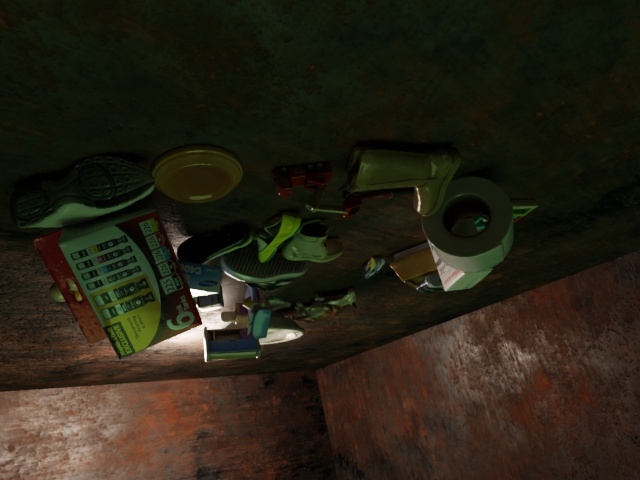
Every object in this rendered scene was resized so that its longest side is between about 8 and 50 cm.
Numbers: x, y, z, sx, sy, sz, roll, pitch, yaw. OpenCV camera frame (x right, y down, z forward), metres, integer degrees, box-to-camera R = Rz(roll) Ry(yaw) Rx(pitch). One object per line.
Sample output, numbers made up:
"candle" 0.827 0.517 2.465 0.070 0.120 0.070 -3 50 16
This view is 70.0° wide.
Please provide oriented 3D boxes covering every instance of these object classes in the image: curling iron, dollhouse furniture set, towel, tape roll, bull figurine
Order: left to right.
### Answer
"dollhouse furniture set" -0.317 0.251 1.680 0.198 0.286 0.303 2 125 -20
"towel" -0.210 0.285 2.016 0.113 0.023 0.152 -22 155 18
"bull figurine" 0.015 0.301 2.076 0.310 0.101 0.188 -31 147 31
"curling iron" 0.184 -0.136 1.255 0.274 0.035 0.068 -5 155 -17
"tape roll" 0.432 -0.044 1.332 0.246 0.246 0.169 -20 156 16

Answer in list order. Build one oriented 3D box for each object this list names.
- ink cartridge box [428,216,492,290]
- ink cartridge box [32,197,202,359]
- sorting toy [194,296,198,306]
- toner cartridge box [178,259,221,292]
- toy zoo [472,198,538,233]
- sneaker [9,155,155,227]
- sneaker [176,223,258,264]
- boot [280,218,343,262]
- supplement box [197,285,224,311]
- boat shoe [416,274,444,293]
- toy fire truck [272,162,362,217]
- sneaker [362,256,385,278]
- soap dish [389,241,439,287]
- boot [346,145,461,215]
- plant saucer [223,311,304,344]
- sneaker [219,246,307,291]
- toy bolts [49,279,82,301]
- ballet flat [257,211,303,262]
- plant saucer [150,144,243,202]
"ink cartridge box" 0.448 0.028 1.507 0.100 0.237 0.172 -8 156 -11
"ink cartridge box" -0.458 0.098 1.049 0.272 0.130 0.309 -23 116 -16
"sorting toy" -0.546 0.249 1.740 0.193 0.038 0.208 6 150 -36
"toner cartridge box" -0.458 0.123 1.337 0.348 0.075 0.165 -13 160 43
"toy zoo" 0.606 -0.061 1.649 0.193 0.030 0.293 -3 155 -22
"sneaker" -0.480 -0.095 0.954 0.297 0.110 0.129 -12 172 7
"sneaker" -0.292 0.025 1.312 0.235 0.084 0.097 -16 159 9
"boot" 0.000 0.000 1.422 0.213 0.077 0.165 -1 151 -25
"supplement box" -0.400 0.206 1.661 0.083 0.083 0.056 -11 157 -2
"boat shoe" 0.457 0.167 1.755 0.184 0.065 0.083 7 153 -28
"toy fire truck" -0.009 -0.114 1.079 0.192 0.135 0.047 -8 156 -11
"sneaker" 0.207 0.111 1.803 0.059 0.053 0.144 -6 157 -21
"soap dish" 0.435 0.105 1.825 0.229 0.118 0.291 -23 155 22
"boot" 0.191 -0.148 1.163 0.270 0.089 0.236 -6 138 -18
"plant saucer" -0.276 0.404 2.122 0.401 0.100 0.400 -5 158 -2
"sneaker" -0.197 0.101 1.479 0.321 0.126 0.127 8 143 -42
"toy bolts" -0.640 0.153 1.275 0.159 0.218 0.228 -9 153 -44
"ballet flat" -0.140 -0.014 1.335 0.077 0.077 0.231 26 137 -25
"plant saucer" -0.271 -0.138 1.015 0.200 0.037 0.200 -10 157 -5
